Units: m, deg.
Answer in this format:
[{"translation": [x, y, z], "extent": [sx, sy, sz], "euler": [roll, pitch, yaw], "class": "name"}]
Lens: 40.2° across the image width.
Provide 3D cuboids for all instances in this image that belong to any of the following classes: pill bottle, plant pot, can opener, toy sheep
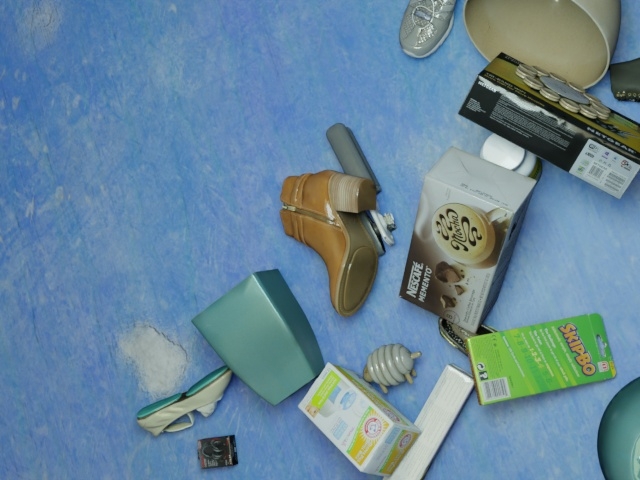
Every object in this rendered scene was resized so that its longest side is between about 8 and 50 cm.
[{"translation": [0.352, -0.148, 1.622], "extent": [0.103, 0.184, 0.103], "euler": [-2, 83, 19], "class": "pill bottle"}, {"translation": [0.610, 0.362, 1.449], "extent": [0.293, 0.235, 0.293], "euler": [-2, 83, 18], "class": "plant pot"}, {"translation": [0.077, -0.105, 1.771], "extent": [0.093, 0.074, 0.280], "euler": [-25, 76, 16], "class": "can opener"}, {"translation": [-0.107, 0.202, 1.758], "extent": [0.166, 0.165, 0.234], "euler": [-36, 82, 12], "class": "plant pot"}, {"translation": [0.140, 0.244, 1.705], "extent": [0.132, 0.091, 0.091], "euler": [-26, 76, 20], "class": "toy sheep"}, {"translation": [0.432, -0.438, 1.604], "extent": [0.284, 0.284, 0.191], "euler": [26, 70, 20], "class": "plant pot"}]

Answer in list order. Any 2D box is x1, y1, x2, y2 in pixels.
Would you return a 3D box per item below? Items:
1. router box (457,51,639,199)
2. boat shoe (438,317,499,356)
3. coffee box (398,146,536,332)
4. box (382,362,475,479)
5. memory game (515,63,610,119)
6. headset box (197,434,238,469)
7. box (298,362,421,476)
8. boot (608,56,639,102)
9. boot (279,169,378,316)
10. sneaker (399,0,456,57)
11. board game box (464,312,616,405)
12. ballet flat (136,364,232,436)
[{"translation": [0.417, -0.212, 1.543], "extent": [0.309, 0.243, 0.081], "euler": [30, 118, 8], "class": "router box"}, {"translation": [0.322, 0.208, 1.653], "extent": [0.228, 0.069, 0.081], "euler": [30, 93, 20], "class": "boat shoe"}, {"translation": [0.260, 0.002, 1.586], "extent": [0.168, 0.119, 0.297], "euler": [26, 134, 19], "class": "coffee box"}, {"translation": [0.198, 0.391, 1.678], "extent": [0.067, 0.063, 0.324], "euler": [29, 94, 19], "class": "box"}, {"translation": [0.425, -0.261, 1.533], "extent": [0.186, 0.186, 0.012], "euler": [35, 119, 19], "class": "memory game"}, {"translation": [-0.219, 0.444, 1.833], "extent": [0.083, 0.032, 0.062], "euler": [-10, 81, 16], "class": "headset box"}, {"translation": [0.074, 0.342, 1.672], "extent": [0.203, 0.103, 0.114], "euler": [39, 98, 40], "class": "box"}, {"translation": [0.608, -0.253, 1.612], "extent": [0.137, 0.077, 0.198], "euler": [-11, 67, 22], "class": "boot"}, {"translation": [0.000, 0.000, 1.750], "extent": [0.220, 0.109, 0.283], "euler": [7, 100, 42], "class": "boot"}, {"translation": [0.227, -0.504, 1.742], "extent": [0.105, 0.115, 0.281], "euler": [24, 92, 20], "class": "sneaker"}, {"translation": [0.403, 0.215, 1.599], "extent": [0.259, 0.039, 0.124], "euler": [-11, 80, -5], "class": "board game box"}, {"translation": [-0.272, 0.346, 1.847], "extent": [0.248, 0.086, 0.086], "euler": [-28, 76, 16], "class": "ballet flat"}]
